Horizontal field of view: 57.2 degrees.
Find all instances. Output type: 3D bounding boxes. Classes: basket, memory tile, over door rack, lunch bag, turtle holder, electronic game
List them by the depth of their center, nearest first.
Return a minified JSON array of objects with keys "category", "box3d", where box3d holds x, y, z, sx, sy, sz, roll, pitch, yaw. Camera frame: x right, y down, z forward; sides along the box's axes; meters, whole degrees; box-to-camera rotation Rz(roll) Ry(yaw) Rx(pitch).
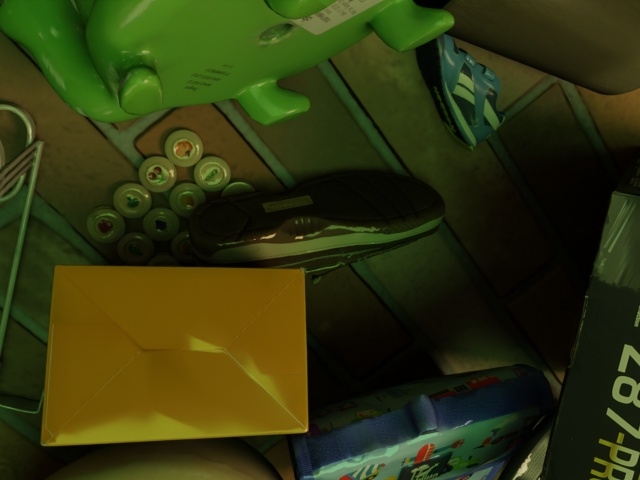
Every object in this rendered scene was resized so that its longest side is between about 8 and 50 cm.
[{"category":"turtle holder","box3d":[-0.077,-0.212,0.436,0.243,0.320,0.227,-19,88,-39]},{"category":"over door rack","box3d":[-0.297,0.065,0.469,0.108,0.239,0.324,3,110,-15]},{"category":"basket","box3d":[0.209,-0.234,0.516,0.227,0.154,0.204,19,79,-25]},{"category":"lunch bag","box3d":[0.080,0.192,0.580,0.221,0.138,0.293,-12,153,-8]},{"category":"memory tile","box3d":[-0.147,-0.029,0.590,0.148,0.012,0.113,-43,114,6]},{"category":"electronic game","box3d":[0.267,0.305,0.746,0.229,0.048,0.229,-27,133,-33]}]

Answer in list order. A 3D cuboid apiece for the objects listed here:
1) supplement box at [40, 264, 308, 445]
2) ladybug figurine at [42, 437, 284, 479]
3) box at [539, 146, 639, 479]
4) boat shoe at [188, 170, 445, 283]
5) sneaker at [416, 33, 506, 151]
[{"category":"supplement box","box3d":[-0.125,0.103,0.527,0.192,0.194,0.129,1,77,-13]},{"category":"ladybug figurine","box3d":[-0.190,0.350,0.586,0.305,0.162,0.449,40,106,-10]},{"category":"box","box3d":[0.292,0.086,0.546,0.097,0.395,0.318,13,108,27]},{"category":"boat shoe","box3d":[-0.002,-0.006,0.601,0.258,0.095,0.095,-6,136,-12]},{"category":"sneaker","box3d":[0.140,-0.160,0.582,0.059,0.053,0.144,-31,123,1]}]
